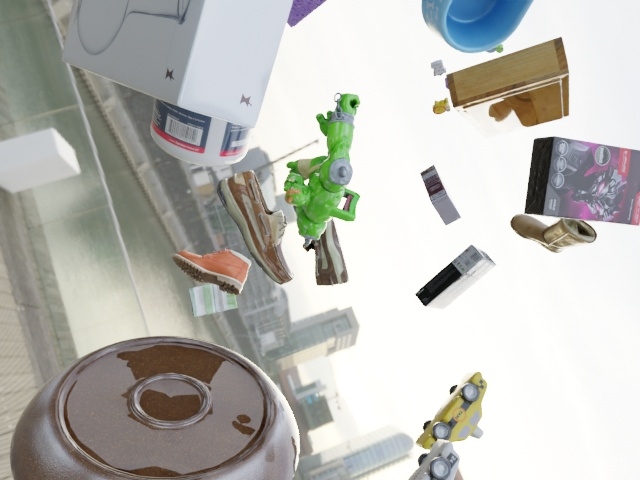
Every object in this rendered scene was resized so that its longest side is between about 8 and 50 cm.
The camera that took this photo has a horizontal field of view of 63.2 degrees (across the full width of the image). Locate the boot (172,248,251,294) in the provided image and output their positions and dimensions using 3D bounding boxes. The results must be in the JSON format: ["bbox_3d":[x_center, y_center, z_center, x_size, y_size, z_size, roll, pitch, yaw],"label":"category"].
[{"bbox_3d":[-0.223,0.047,1.077,0.059,0.158,0.084,110,2,-59],"label":"boot"}]

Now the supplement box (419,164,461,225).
[{"bbox_3d":[0.468,-0.181,2.044,0.130,0.073,0.239,51,21,-30],"label":"supplement box"}]

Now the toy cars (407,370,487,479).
[{"bbox_3d":[0.228,0.392,0.946,0.087,0.394,0.176,39,-54,10],"label":"toy cars"}]

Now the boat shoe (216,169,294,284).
[{"bbox_3d":[-0.148,-0.036,1.376,0.324,0.120,0.122,61,4,-13],"label":"boat shoe"}]

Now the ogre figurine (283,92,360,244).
[{"bbox_3d":[0.005,-0.080,0.663,0.197,0.097,0.118,-39,-143,38],"label":"ogre figurine"}]

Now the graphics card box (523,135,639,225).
[{"bbox_3d":[0.797,-0.172,1.550,0.094,0.371,0.232,-157,-106,-73],"label":"graphics card box"}]

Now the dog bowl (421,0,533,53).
[{"bbox_3d":[0.273,-0.423,0.795,0.297,0.166,0.074,115,-24,-46],"label":"dog bowl"}]

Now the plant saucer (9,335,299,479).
[{"bbox_3d":[-0.172,0.196,0.589,0.310,0.311,0.050,-125,-136,-60],"label":"plant saucer"}]

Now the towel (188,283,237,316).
[{"bbox_3d":[-0.366,0.200,1.777,0.023,0.152,0.113,-128,-149,-60],"label":"towel"}]

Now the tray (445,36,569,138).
[{"bbox_3d":[0.419,-0.304,1.115,0.411,0.203,0.076,-3,81,-64],"label":"tray"}]

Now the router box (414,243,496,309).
[{"bbox_3d":[0.324,0.092,1.242,0.133,0.179,0.046,18,32,-56],"label":"router box"}]

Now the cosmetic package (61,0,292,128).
[{"bbox_3d":[-0.125,-0.330,0.514,0.284,0.097,0.377,27,-76,39],"label":"cosmetic package"}]

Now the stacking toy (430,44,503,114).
[{"bbox_3d":[0.421,-0.459,1.477,0.052,0.221,0.166,43,42,-53],"label":"stacking toy"}]

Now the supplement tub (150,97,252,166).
[{"bbox_3d":[-0.200,-0.293,0.958,0.191,0.191,0.272,61,-41,46],"label":"supplement tub"}]

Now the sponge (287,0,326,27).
[{"bbox_3d":[-0.031,-0.652,1.326,0.117,0.210,0.031,41,35,-35],"label":"sponge"}]

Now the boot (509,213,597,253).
[{"bbox_3d":[0.829,-0.048,1.871,0.236,0.089,0.269,29,-6,8],"label":"boot"}]

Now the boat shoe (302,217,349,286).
[{"bbox_3d":[-0.002,-0.004,1.283,0.095,0.095,0.257,68,7,-55],"label":"boat shoe"}]
